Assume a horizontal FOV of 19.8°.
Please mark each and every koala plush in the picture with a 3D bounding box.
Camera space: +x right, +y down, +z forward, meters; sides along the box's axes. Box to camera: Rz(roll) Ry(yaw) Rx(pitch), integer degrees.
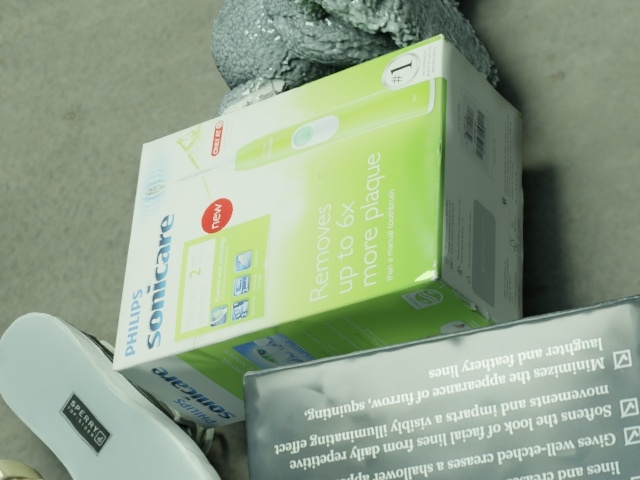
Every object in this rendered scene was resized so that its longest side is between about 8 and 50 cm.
[{"bbox_3d":[-0.005,-0.179,1.443,0.221,0.203,0.196,-28,48,39],"label":"koala plush"}]

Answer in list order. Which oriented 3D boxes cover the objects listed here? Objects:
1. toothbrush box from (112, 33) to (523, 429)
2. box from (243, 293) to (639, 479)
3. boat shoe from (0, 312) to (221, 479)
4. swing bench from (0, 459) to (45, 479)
[{"bbox_3d":[0.000,0.000,1.353,0.283,0.122,0.206,-17,53,32],"label":"toothbrush box"},{"bbox_3d":[0.132,0.270,1.216,0.293,0.212,0.395,-12,69,21],"label":"box"},{"bbox_3d":[-0.139,0.176,1.427,0.306,0.105,0.113,40,101,34],"label":"boat shoe"},{"bbox_3d":[-0.229,0.349,1.387,0.254,0.165,0.253,-42,62,2],"label":"swing bench"}]
